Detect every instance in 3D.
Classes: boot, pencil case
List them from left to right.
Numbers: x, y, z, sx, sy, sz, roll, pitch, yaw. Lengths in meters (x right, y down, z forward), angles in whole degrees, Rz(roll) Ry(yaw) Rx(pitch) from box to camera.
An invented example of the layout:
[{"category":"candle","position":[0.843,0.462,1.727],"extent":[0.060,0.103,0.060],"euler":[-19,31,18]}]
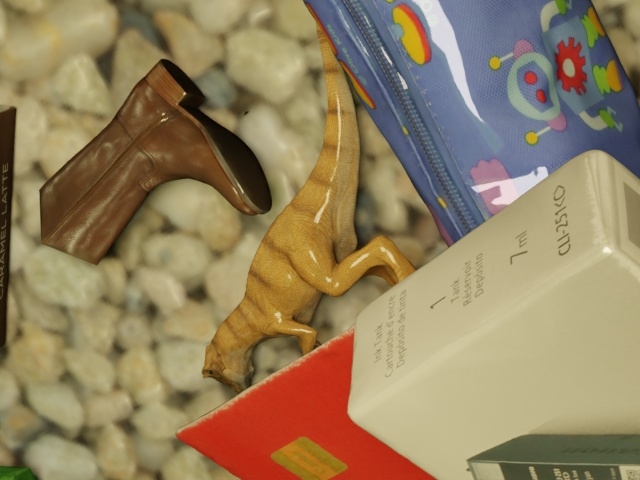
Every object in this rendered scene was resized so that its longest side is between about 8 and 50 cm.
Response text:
[{"category":"boot","position":[-0.089,-0.019,0.845],"extent":[0.114,0.037,0.106],"euler":[-45,62,17]},{"category":"pencil case","position":[0.071,-0.076,0.753],"extent":[0.119,0.133,0.306],"euler":[-22,98,39]}]

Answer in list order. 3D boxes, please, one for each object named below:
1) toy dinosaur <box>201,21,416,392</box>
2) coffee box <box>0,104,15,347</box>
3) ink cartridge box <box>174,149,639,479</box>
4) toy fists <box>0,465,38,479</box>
[{"category":"toy dinosaur","position":[0.000,0.000,0.825],"extent":[0.112,0.064,0.212],"euler":[27,109,7]},{"category":"coffee box","position":[-0.295,-0.012,0.874],"extent":[0.246,0.098,0.141],"euler":[8,107,12]},{"category":"ink cartridge box","position":[0.122,0.124,0.739],"extent":[0.296,0.066,0.261],"euler":[36,126,-25]},{"category":"toy fists","position":[-0.229,0.249,0.932],"extent":[0.142,0.096,0.279],"euler":[1,106,14]}]
